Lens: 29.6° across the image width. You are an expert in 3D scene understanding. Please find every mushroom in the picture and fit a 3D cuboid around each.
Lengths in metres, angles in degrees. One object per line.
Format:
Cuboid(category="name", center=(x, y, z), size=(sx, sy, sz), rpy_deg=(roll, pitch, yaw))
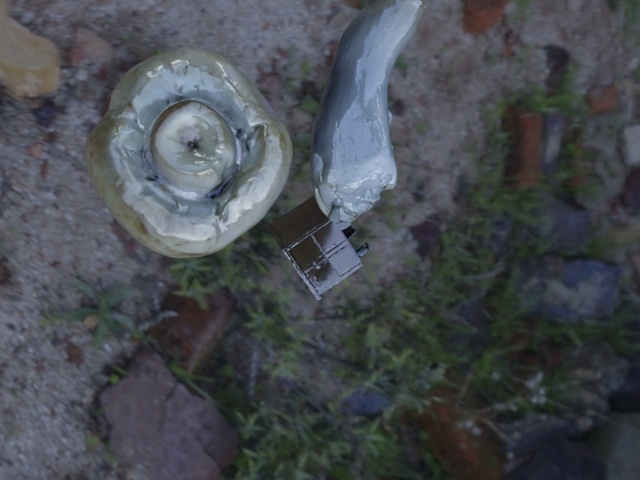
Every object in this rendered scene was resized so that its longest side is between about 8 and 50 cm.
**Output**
Cuboid(category="mushroom", center=(-0.091, -0.061, 0.845), size=(0.148, 0.112, 0.148), rpy_deg=(0, 89, -6))
Cuboid(category="mushroom", center=(0.047, -0.153, 1.286), size=(0.099, 0.096, 0.277), rpy_deg=(22, 74, -33))

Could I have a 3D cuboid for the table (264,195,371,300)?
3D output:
Cuboid(category="table", center=(0.000, 0.000, 1.351), size=(0.082, 0.070, 0.083), rpy_deg=(-35, 123, -1))
